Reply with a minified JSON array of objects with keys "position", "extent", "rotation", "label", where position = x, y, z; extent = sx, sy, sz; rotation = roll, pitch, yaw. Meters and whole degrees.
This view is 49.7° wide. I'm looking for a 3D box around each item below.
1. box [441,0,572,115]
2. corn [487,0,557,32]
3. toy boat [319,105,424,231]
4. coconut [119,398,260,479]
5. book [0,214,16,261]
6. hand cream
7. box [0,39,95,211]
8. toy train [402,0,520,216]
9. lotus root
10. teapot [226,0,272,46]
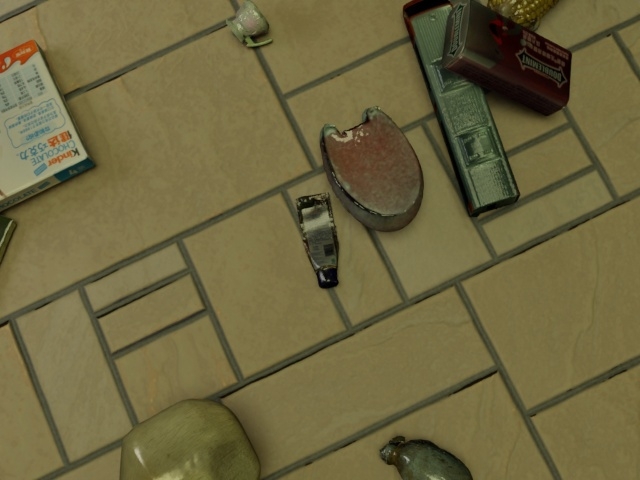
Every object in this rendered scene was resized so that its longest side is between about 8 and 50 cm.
[{"position":[0.311,-0.301,1.144],"extent":[0.224,0.069,0.120],"rotation":[20,68,-22],"label":"box"},{"position":[0.406,-0.474,1.202],"extent":[0.106,0.106,0.293],"rotation":[43,84,9],"label":"corn"},{"position":[0.089,-0.114,1.180],"extent":[0.155,0.085,0.228],"rotation":[-22,68,-9],"label":"toy boat"},{"position":[-0.207,0.354,1.046],"extent":[0.224,0.224,0.224],"rotation":[-1,80,3],"label":"coconut"},{"position":[-0.674,0.068,1.207],"extent":[0.201,0.026,0.290],"rotation":[19,82,6],"label":"book"},{"position":[0.000,0.000,1.179],"extent":[0.062,0.039,0.163],"rotation":[-11,74,3],"label":"hand cream"},{"position":[-0.576,-0.188,1.224],"extent":[0.273,0.048,0.265],"rotation":[-26,75,-5],"label":"box"},{"position":[0.235,-0.247,1.181],"extent":[0.086,0.089,0.410],"rotation":[-17,80,5],"label":"toy train"},{"position":[0.171,0.362,1.083],"extent":[0.165,0.088,0.088],"rotation":[32,83,18],"label":"lotus root"},{"position":[-0.127,-0.382,1.243],"extent":[0.064,0.064,0.083],"rotation":[-37,111,4],"label":"teapot"}]
